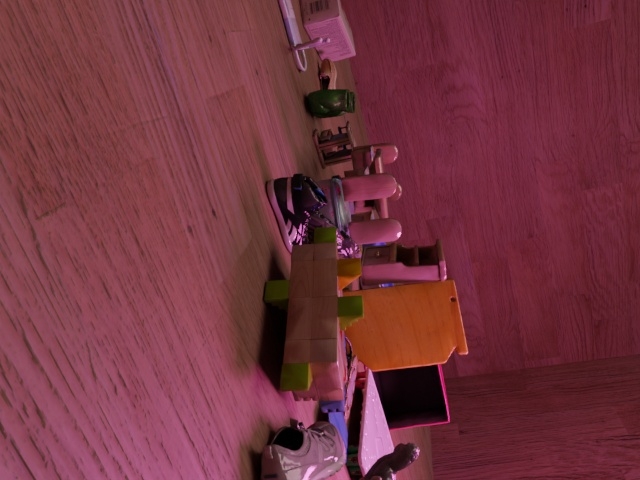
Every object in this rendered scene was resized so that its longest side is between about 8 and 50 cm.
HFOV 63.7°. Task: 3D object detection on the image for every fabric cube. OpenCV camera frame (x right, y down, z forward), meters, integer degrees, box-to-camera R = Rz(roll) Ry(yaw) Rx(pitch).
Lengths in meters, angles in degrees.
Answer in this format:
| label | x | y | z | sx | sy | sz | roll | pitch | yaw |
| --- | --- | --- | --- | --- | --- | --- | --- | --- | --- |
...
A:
| label | x | y | z | sx | sy | sz | roll | pitch | yaw |
| --- | --- | --- | --- | --- | --- | --- | --- | --- | --- |
| fabric cube | 0.323 | 0.529 | 1.896 | 0.258 | 0.259 | 0.253 | 23 | 56 | -76 |

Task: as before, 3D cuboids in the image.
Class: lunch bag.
| label | x | y | z | sx | sy | sz | roll | pitch | yaw |
| --- | --- | --- | --- | --- | --- | --- | --- | --- | --- |
| lunch bag | 0.045 | -0.067 | 1.562 | 0.279 | 0.108 | 0.223 | 3 | 76 | -76 |

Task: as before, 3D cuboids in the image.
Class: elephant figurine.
| label | x | y | z | sx | sy | sz | roll | pitch | yaw |
| --- | --- | --- | --- | --- | --- | --- | --- | --- | --- |
| elephant figurine | 0.078 | 0.502 | 0.940 | 0.169 | 0.240 | 0.185 | -74 | 150 | -63 |

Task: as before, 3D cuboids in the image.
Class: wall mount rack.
| label | x | y | z | sx | sy | sz | roll | pitch | yaw |
| --- | --- | --- | --- | --- | --- | --- | --- | --- | --- |
| wall mount rack | -0.059 | -0.723 | 1.630 | 0.304 | 0.131 | 0.349 | -67 | 143 | -67 |

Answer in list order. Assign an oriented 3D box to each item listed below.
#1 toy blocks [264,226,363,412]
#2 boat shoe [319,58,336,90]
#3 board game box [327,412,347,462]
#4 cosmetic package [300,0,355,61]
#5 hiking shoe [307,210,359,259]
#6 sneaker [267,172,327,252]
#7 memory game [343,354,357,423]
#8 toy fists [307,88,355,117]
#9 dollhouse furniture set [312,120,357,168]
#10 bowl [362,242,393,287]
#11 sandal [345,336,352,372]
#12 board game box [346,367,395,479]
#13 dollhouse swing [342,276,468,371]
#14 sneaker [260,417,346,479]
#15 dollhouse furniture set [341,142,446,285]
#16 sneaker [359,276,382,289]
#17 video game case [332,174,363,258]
| label | x | y | z | sx | sy | sz | roll | pitch | yaw |
| --- | --- | --- | --- | --- | --- | --- | --- | --- | --- |
| toy blocks | -0.001 | 0.198 | 1.080 | 0.260 | 0.191 | 0.381 | 81 | 7 | -45 |
| boat shoe | 0.025 | -0.658 | 2.074 | 0.072 | 0.068 | 0.189 | 24 | 55 | -60 |
| board game box | 0.029 | 0.447 | 1.239 | 0.168 | 0.033 | 0.133 | -73 | 145 | -74 |
| cosmetic package | 0.035 | -0.860 | 2.088 | 0.296 | 0.153 | 0.129 | 36 | 45 | -72 |
| hiking shoe | 0.000 | 0.000 | 1.352 | 0.227 | 0.114 | 0.086 | 38 | 4 | -28 |
| sneaker | -0.034 | -0.053 | 1.196 | 0.079 | 0.121 | 0.216 | -82 | 156 | -52 |
| memory game | 0.079 | 0.403 | 1.403 | 0.186 | 0.012 | 0.186 | 8 | 90 | -79 |
| toy fists | 0.038 | -0.479 | 1.816 | 0.279 | 0.143 | 0.096 | -48 | 140 | -73 |
| dollhouse furniture set | 0.060 | -0.361 | 1.817 | 0.183 | 0.130 | 0.128 | -78 | 153 | -56 |
| bowl | 0.262 | 0.124 | 2.363 | 0.391 | 0.077 | 0.390 | -11 | 90 | -76 |
| sandal | 0.046 | 0.286 | 1.388 | 0.254 | 0.055 | 0.097 | 65 | 19 | -45 |
| board game box | 0.162 | 0.659 | 1.567 | 0.390 | 0.051 | 0.389 | -70 | 146 | -65 |
| dollhouse swing | 0.252 | 0.264 | 1.669 | 0.305 | 0.347 | 0.314 | 74 | 9 | -70 |
| sneaker | -0.025 | 0.368 | 0.921 | 0.281 | 0.105 | 0.115 | 4 | 75 | -76 |
| dollhouse furniture set | 0.233 | -0.079 | 1.567 | 0.362 | 0.257 | 0.393 | -70 | 152 | -66 |
| sneaker | 0.223 | 0.265 | 2.019 | 0.295 | 0.105 | 0.146 | -93 | 160 | -48 |
| video game case | 0.108 | -0.085 | 1.995 | 0.248 | 0.035 | 0.274 | 38 | 42 | -69 |
